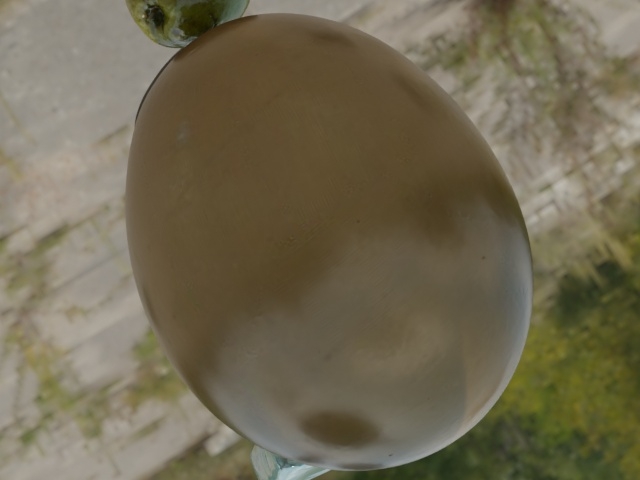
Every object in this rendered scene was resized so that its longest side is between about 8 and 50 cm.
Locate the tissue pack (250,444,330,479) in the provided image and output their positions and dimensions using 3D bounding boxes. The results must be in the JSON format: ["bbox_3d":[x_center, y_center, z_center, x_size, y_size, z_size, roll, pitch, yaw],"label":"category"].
[{"bbox_3d":[0.003,0.248,2.088,0.177,0.089,0.263,-22,169,-12],"label":"tissue pack"}]

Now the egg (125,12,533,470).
[{"bbox_3d":[0.000,0.000,1.263,0.301,0.374,0.301,-32,165,-9],"label":"egg"}]

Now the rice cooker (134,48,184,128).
[{"bbox_3d":[-0.118,-0.128,1.744,0.203,0.142,0.118,-53,159,22],"label":"rice cooker"}]

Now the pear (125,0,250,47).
[{"bbox_3d":[-0.112,-0.216,1.349,0.107,0.107,0.131,-38,-171,38],"label":"pear"}]
